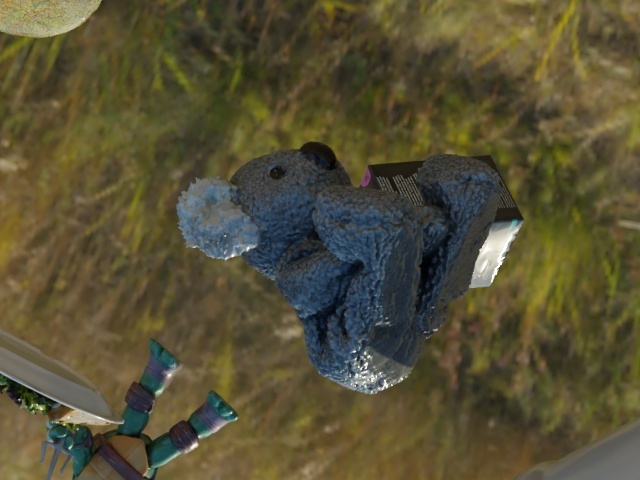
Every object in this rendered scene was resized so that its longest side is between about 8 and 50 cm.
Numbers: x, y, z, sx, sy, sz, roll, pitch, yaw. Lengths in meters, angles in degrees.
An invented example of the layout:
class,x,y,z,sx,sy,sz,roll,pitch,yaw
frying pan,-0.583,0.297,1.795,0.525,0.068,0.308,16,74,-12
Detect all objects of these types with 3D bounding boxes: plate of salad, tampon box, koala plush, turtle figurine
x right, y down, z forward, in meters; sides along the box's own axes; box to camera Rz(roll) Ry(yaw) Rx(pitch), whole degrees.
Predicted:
class,x,y,z,sx,sy,sz,roll,pitch,yaw
plate of salad,-0.251,0.108,1.201,0.200,0.048,0.200,29,177,2
tampon box,0.123,-0.016,1.679,0.161,0.101,0.120,-5,141,-24
koala plush,0.000,0.000,1.258,0.221,0.196,0.203,30,119,28
turtle figurine,-0.199,0.222,1.469,0.175,0.234,0.118,42,173,-13

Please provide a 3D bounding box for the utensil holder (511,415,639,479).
class,x,y,z,sx,sy,sz,roll,pitch,yaw
utensil holder,0.406,0.262,1.295,0.385,0.328,0.327,-34,128,22

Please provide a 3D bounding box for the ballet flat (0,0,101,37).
class,x,y,z,sx,sy,sz,roll,pitch,yaw
ballet flat,-0.264,-0.251,0.853,0.348,0.123,0.123,48,143,-10
